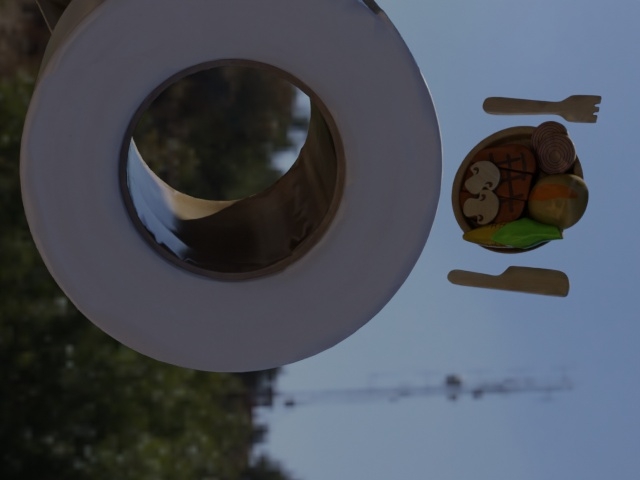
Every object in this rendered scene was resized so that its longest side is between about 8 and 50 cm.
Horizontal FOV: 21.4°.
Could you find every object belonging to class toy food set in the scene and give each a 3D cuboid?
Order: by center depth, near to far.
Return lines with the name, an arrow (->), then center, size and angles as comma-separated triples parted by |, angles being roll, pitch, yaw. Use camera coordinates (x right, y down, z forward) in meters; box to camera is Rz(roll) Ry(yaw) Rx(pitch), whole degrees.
toy food set -> 0.178, -0.049, 1.518 | 0.038, 0.132, 0.192 | 41, 56, -59

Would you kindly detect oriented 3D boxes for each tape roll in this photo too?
tape roll -> -0.057, -0.061, 1.041 | 0.169, 0.246, 0.246 | -112, -158, -73

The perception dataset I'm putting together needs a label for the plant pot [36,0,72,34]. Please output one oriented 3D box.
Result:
plant pot -> -0.230, -0.262, 1.832 | 0.109, 0.096, 0.109 | -47, -133, 19
